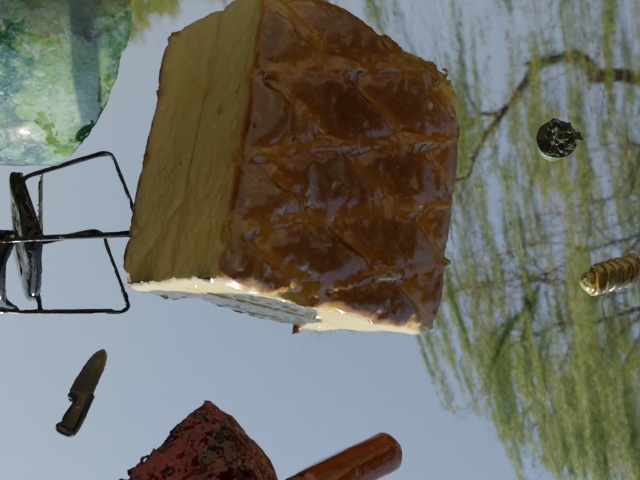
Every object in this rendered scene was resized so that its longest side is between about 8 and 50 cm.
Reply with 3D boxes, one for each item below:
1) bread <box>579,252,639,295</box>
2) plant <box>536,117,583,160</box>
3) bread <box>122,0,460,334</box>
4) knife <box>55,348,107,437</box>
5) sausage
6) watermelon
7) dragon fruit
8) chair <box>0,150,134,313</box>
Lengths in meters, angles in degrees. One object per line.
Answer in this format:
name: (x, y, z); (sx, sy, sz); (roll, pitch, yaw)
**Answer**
bread: (0.364, 0.045, 0.996); (0.087, 0.049, 0.034); (-9, -137, -26)
plant: (0.294, -0.127, 0.988); (0.051, 0.051, 0.102); (-19, 174, 5)
bread: (-0.018, -0.060, 0.795); (0.207, 0.279, 0.279); (-6, -111, 52)
knife: (-0.203, 0.126, 0.689); (0.023, 0.010, 0.170); (12, -167, -8)
sausage: (0.024, 0.202, 0.700); (0.131, 0.039, 0.041); (-12, 160, -46)
watermelon: (-0.240, -0.182, 0.553); (0.260, 0.256, 0.176); (-22, -146, 48)
dragon fruit: (-0.192, 0.377, 1.012); (0.240, 0.330, 0.302); (21, -136, -14)
chair: (-0.329, 0.002, 0.890); (0.221, 0.140, 0.145); (-8, -134, -27)
